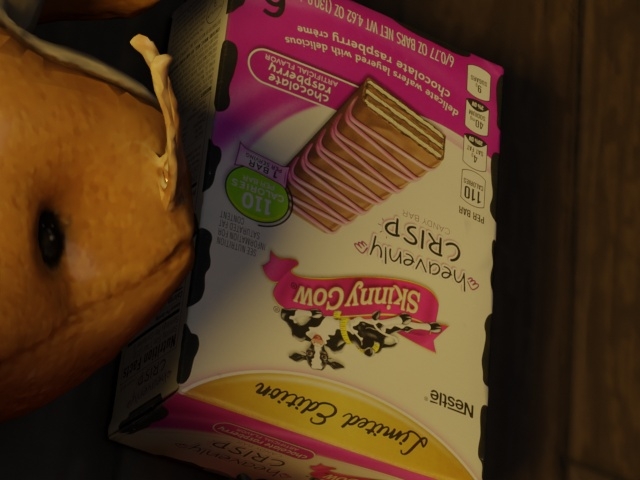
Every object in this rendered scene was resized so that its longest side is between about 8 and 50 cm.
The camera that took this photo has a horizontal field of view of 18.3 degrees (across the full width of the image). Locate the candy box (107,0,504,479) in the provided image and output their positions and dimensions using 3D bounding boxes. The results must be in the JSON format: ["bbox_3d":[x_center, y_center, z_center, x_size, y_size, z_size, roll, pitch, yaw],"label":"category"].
[{"bbox_3d":[0.000,0.000,0.921,0.159,0.071,0.233,20,58,-25],"label":"candy box"}]

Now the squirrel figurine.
[{"bbox_3d":[-0.224,-0.101,0.740,0.397,0.281,0.370,-7,82,-22],"label":"squirrel figurine"}]

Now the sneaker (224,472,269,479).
[{"bbox_3d":[-0.054,0.206,0.782,0.106,0.078,0.234,38,55,-16],"label":"sneaker"}]
